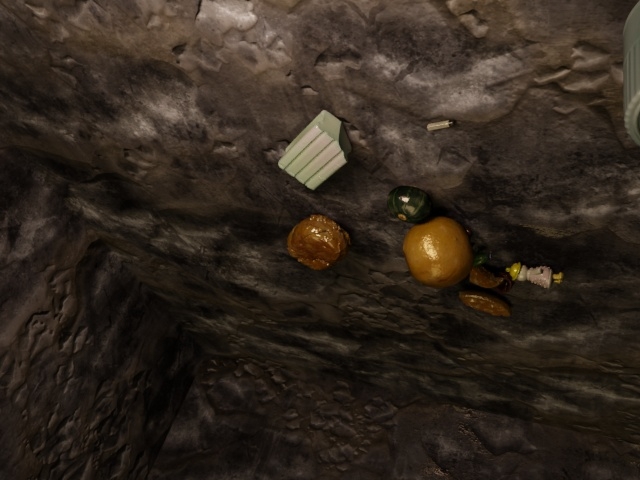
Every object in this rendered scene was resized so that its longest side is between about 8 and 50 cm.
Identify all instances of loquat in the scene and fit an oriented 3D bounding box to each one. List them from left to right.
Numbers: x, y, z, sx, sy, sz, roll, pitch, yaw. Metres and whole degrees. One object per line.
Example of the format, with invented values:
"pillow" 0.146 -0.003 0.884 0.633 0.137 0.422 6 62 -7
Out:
"loquat" 0.439 0.038 1.994 0.274 0.275 0.275 15 147 10

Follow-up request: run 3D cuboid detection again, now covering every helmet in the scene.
"helmet" 0.738 0.158 2.160 0.089 0.057 0.111 55 155 16

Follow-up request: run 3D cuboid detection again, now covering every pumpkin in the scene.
"pumpkin" 0.319 -0.129 1.923 0.167 0.125 0.167 38 163 14

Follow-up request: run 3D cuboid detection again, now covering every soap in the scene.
"soap" -0.009 -0.308 1.885 0.172 0.095 0.289 34 146 -16

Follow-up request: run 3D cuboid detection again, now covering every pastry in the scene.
"pastry" 0.000 0.000 2.271 0.255 0.162 0.310 34 148 -15

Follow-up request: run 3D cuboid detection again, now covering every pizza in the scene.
"pizza" 0.652 0.138 2.179 0.131 0.041 0.178 48 159 -4
"pizza" 0.711 0.259 2.323 0.246 0.058 0.127 17 146 6

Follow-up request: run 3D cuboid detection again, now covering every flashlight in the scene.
"flashlight" 0.370 -0.354 1.660 0.083 0.018 0.018 -4 138 35

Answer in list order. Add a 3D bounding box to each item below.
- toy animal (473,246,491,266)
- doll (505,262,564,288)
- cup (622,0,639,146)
"toy animal" 0.595 0.072 2.104 0.041 0.075 0.217 33 151 -16
"doll" 0.811 0.131 2.056 0.207 0.081 0.129 11 159 23
"cup" 0.775 -0.341 1.163 0.256 0.311 0.331 17 148 9
